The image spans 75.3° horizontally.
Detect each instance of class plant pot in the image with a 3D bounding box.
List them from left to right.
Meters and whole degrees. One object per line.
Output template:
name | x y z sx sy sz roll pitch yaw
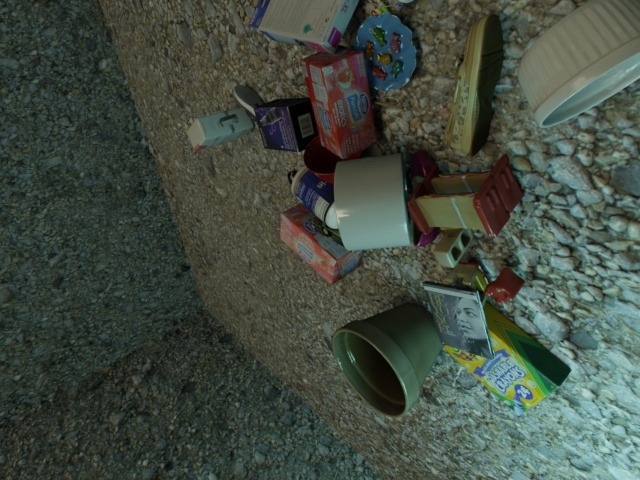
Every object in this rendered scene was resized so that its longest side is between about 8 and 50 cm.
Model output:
plant pot | 0.243 0.353 1.356 0.323 0.281 0.322 35 142 34

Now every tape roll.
tape roll | 0.146 -0.098 1.102 0.169 0.246 0.245 -5 118 15

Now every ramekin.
ramekin | 0.419 -0.283 0.653 0.108 0.207 0.207 65 150 11

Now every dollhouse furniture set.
dollhouse furniture set | 0.391 -0.005 1.013 0.201 0.152 0.374 6 138 52

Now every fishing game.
fishing game | 0.146 -0.452 1.007 0.189 0.041 0.263 30 140 33

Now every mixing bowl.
mixing bowl | 0.048 -0.240 1.266 0.181 0.181 0.098 36 164 34

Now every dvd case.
dvd case | 0.376 0.217 1.133 0.165 0.018 0.221 7 124 52

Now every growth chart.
growth chart | 0.144 -0.464 1.058 0.171 0.021 0.237 53 149 9

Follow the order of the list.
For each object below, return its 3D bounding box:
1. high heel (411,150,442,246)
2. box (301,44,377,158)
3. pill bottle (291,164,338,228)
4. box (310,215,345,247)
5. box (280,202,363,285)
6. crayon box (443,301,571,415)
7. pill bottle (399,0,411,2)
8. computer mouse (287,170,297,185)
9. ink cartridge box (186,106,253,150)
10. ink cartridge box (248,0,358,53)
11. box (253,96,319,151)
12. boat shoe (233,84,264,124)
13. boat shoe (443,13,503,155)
high heel | 0.263 -0.106 1.097 0.082 0.117 0.243 15 128 50
box | 0.054 -0.368 1.110 0.128 0.123 0.256 47 160 49
pill bottle | 0.041 -0.133 1.357 0.265 0.153 0.153 42 145 25
box | 0.074 -0.042 1.424 0.207 0.114 0.036 32 139 37
box | 0.000 0.000 1.528 0.300 0.154 0.142 40 144 27
crayon box | 0.486 0.310 1.167 0.323 0.083 0.203 43 145 26
pill bottle | 0.127 -0.599 0.874 0.208 0.118 0.117 43 145 24
computer mouse | -0.051 -0.188 1.521 0.242 0.041 0.071 42 104 32
ink cartridge box | -0.401 -0.446 1.657 0.159 0.218 0.092 -12 100 57
ink cartridge box | -0.045 -0.606 1.077 0.311 0.065 0.185 32 100 35
box | -0.113 -0.391 1.401 0.207 0.108 0.153 17 130 47
boat shoe | -0.244 -0.485 1.547 0.228 0.080 0.076 43 145 12
boat shoe | 0.309 -0.315 0.868 0.089 0.105 0.285 29 138 36
